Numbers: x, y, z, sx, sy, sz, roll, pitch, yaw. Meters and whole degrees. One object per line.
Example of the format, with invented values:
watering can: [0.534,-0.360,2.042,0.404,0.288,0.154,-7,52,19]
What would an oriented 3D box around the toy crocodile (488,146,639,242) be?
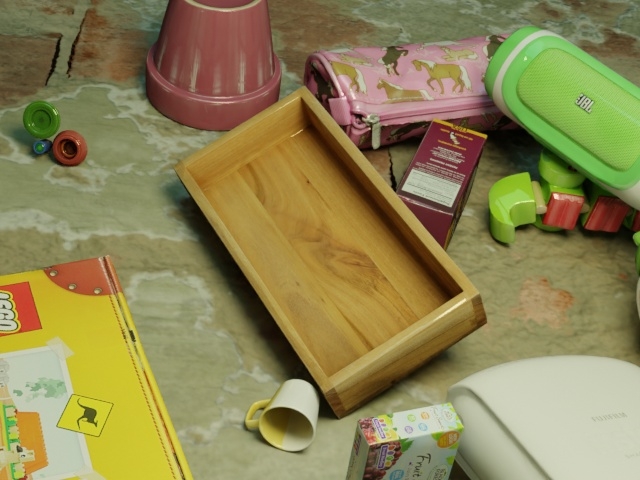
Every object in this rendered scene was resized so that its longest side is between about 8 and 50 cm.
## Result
toy crocodile: [0.388,-0.056,1.533,0.340,0.115,0.105,0,47,-8]

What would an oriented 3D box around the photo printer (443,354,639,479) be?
photo printer: [0.286,0.230,1.158,0.256,0.107,0.307,-3,33,-29]

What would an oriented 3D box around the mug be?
mug: [-0.036,0.180,1.231,0.078,0.062,0.064,20,34,2]

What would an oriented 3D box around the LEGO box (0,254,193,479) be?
LEGO box: [-0.301,0.269,0.978,0.372,0.193,0.500,-10,45,-20]

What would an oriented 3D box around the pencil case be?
pencil case: [0.169,-0.212,1.633,0.386,0.160,0.167,-9,69,-21]

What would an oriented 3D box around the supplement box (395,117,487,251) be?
supplement box: [0.151,-0.062,1.500,0.080,0.104,0.188,19,43,10]

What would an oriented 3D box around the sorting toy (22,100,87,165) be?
sorting toy: [-0.356,-0.142,1.532,0.102,0.061,0.042,50,13,-6]

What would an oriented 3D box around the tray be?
tray: [0.000,0.000,1.375,0.203,0.076,0.411,-32,53,-6]

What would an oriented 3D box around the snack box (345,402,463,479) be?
snack box: [0.079,0.228,1.135,0.100,0.141,0.037,-9,44,-19]

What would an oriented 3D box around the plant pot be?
plant pot: [-0.150,-0.287,1.639,0.201,0.180,0.201,5,43,-5]

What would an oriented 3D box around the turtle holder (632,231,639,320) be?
turtle holder: [0.520,0.093,1.335,0.320,0.243,0.227,34,48,-33]

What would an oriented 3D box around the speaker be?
speaker: [0.351,-0.155,1.455,0.131,0.131,0.296,-26,54,-34]
